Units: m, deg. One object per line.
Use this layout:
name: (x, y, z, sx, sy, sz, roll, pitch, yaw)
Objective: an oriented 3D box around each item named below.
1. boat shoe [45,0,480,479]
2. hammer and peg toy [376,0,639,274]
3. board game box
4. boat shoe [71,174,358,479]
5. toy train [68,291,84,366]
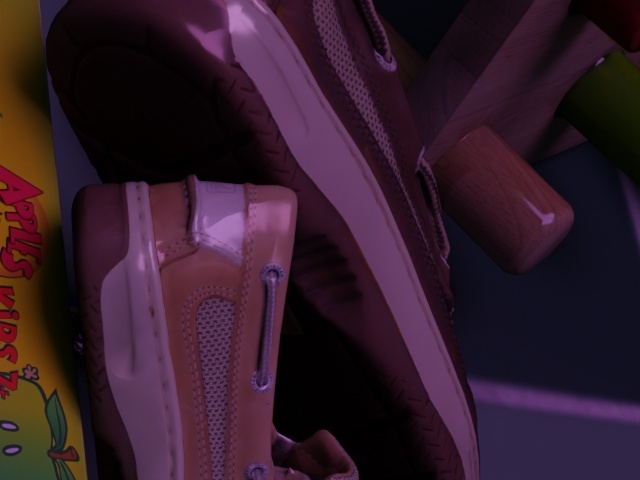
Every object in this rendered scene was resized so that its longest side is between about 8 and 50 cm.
boat shoe: (0.007, 0.001, 0.607, 0.095, 0.095, 0.257, -59, 146, -35)
hammer and peg toy: (0.115, -0.113, 0.745, 0.127, 0.266, 0.361, 46, 34, 16)
board game box: (-0.112, 0.024, 0.539, 0.043, 0.092, 0.181, 16, 54, -42)
boat shoe: (-0.025, 0.072, 0.544, 0.072, 0.190, 0.068, -6, 31, -7)
toy train: (-0.056, 0.028, 0.650, 0.158, 0.027, 0.036, 7, 56, -45)
